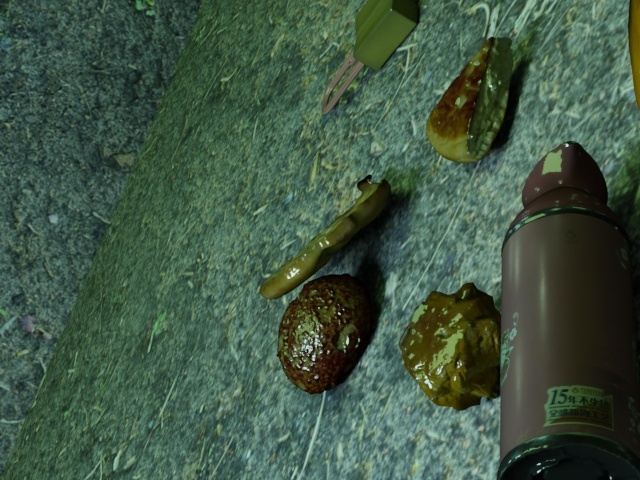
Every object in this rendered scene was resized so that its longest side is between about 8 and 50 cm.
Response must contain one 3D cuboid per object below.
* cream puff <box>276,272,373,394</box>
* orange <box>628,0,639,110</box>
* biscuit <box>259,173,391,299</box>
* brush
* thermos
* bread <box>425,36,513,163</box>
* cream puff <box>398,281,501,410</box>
[{"bbox_3d":[-0.002,0.103,1.745,0.149,0.084,0.149,-52,21,29],"label":"cream puff"},{"bbox_3d":[0.315,-0.134,0.945,0.246,0.246,0.246,-52,22,32],"label":"orange"},{"bbox_3d":[0.004,0.003,1.824,0.203,0.041,0.260,-47,2,-11],"label":"biscuit"},{"bbox_3d":[0.056,-0.263,2.106,0.233,0.047,0.103,-50,24,39],"label":"brush"},{"bbox_3d":[0.206,0.069,1.223,0.109,0.136,0.330,-19,41,26],"label":"thermos"},{"bbox_3d":[0.167,-0.130,1.631,0.136,0.054,0.154,-85,22,-49],"label":"bread"},{"bbox_3d":[0.129,0.101,1.395,0.122,0.094,0.116,-10,57,40],"label":"cream puff"}]
